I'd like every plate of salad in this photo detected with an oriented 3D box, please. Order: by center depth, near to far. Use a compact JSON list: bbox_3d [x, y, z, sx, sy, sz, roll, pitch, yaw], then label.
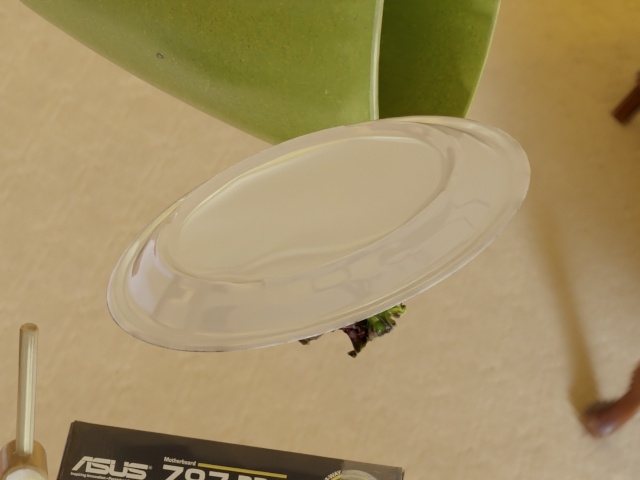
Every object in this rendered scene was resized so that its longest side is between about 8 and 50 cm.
[{"bbox_3d":[0.000,0.000,0.741,0.200,0.200,0.048,-50,130,-46],"label":"plate of salad"}]

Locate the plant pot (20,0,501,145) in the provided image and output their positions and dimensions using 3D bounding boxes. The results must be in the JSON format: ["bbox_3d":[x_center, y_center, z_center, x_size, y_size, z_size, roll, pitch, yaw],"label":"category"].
[{"bbox_3d":[-0.051,-0.193,1.084,0.293,0.275,0.275,13,40,19],"label":"plant pot"}]

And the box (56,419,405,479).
[{"bbox_3d":[-0.092,0.310,1.653,0.318,0.395,0.097,10,63,3],"label":"box"}]

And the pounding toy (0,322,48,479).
[{"bbox_3d":[-0.266,0.093,1.113,0.206,0.181,0.094,47,8,-27],"label":"pounding toy"}]
